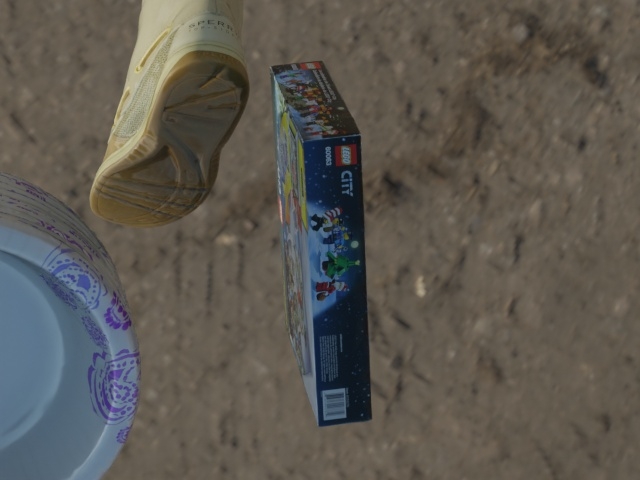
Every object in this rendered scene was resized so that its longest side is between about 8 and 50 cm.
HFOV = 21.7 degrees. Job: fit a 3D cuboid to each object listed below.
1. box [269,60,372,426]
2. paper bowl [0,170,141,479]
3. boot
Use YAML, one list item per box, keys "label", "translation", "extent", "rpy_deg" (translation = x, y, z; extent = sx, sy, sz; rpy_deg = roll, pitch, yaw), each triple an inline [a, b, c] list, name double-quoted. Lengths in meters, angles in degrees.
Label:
- label: "box"
  translation: [0.000, 0.000, 1.261]
  extent: [0.044, 0.159, 0.233]
  rpy_deg: [-6, 116, -7]
- label: "paper bowl"
  translation: [-0.279, 0.076, 1.218]
  extent: [0.284, 0.148, 0.284]
  rpy_deg: [-6, 119, -10]
- label: "boot"
  translation: [-0.128, -0.148, 1.430]
  extent: [0.095, 0.203, 0.262]
  rpy_deg: [10, 145, -18]
